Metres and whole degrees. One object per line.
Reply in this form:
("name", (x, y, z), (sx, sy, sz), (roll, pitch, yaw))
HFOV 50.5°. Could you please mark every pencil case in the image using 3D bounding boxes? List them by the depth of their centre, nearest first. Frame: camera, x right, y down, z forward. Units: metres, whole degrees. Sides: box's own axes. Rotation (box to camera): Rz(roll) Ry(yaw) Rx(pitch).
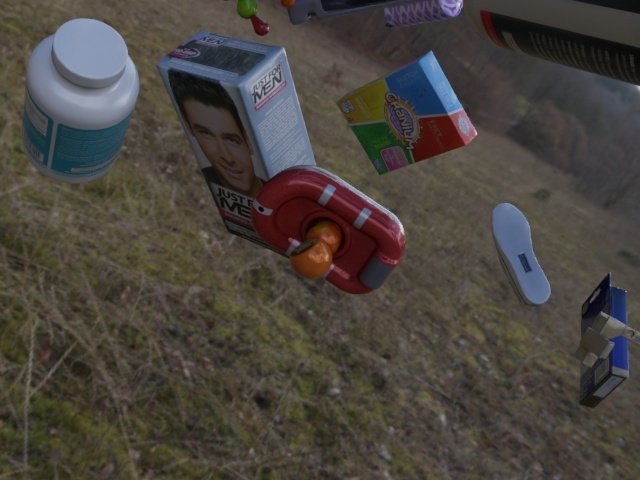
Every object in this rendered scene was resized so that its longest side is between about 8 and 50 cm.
("pencil case", (0.239, -0.561, 1.611), (0.088, 0.086, 0.206), (23, -8, -39))

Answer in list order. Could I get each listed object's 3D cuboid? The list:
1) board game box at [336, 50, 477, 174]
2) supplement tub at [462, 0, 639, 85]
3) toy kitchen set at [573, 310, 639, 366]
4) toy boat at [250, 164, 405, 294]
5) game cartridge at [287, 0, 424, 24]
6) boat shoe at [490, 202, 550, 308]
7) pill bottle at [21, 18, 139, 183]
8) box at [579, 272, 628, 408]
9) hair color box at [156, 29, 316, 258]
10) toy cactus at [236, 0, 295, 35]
("board game box", (0.216, -0.320, 1.766), (0.064, 0.317, 0.242), (-43, 107, -35))
("supplement tub", (0.281, -0.238, 0.593), (0.272, 0.191, 0.191), (31, 13, 38))
("toy kitchen set", (0.456, 0.169, 1.051), (0.075, 0.083, 0.068), (27, 8, -8))
("toy boat", (0.000, 0.000, 0.981), (0.231, 0.151, 0.151), (33, 35, 2))
("game cartridge", (0.132, -0.410, 1.035), (0.355, 0.068, 0.230), (-8, 34, 8))
("boat shoe", (0.459, 0.040, 1.610), (0.095, 0.258, 0.084), (-9, -19, -9))
("pill bottle", (-0.343, -0.197, 0.967), (0.146, 0.264, 0.146), (10, 65, -23))
("box", (0.529, 0.184, 1.270), (0.037, 0.136, 0.225), (14, 53, 3))
("hair color box", (-0.116, -0.150, 1.148), (0.185, 0.113, 0.374), (22, -35, 33))
("toy cactus", (-0.097, -0.393, 0.880), (0.112, 0.219, 0.180), (-30, 70, -24))
